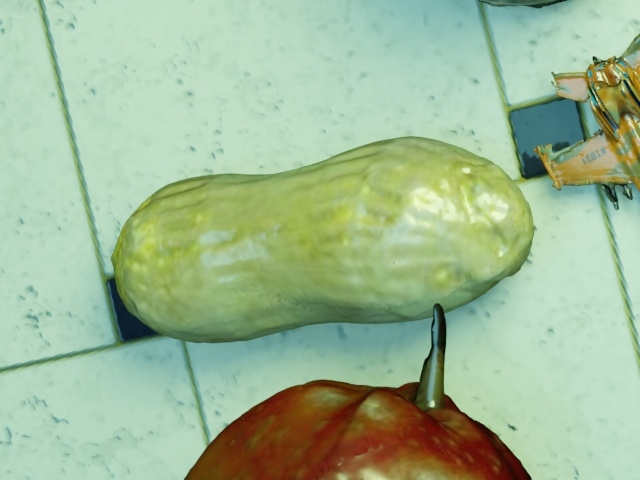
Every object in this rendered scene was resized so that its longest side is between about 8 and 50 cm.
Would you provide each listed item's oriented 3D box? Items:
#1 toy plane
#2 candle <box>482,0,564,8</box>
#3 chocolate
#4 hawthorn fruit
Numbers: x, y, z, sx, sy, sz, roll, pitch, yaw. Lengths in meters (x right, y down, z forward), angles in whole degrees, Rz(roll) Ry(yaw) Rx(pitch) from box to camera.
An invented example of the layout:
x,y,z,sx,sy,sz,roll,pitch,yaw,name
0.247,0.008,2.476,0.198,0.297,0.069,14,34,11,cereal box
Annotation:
x,y,z,sx,sy,sz,roll,pitch,yaw,name
0.229,-0.046,1.326,0.135,0.062,0.188,-28,100,17,toy plane
0.114,-0.252,1.205,0.187,0.330,0.187,0,89,11,candle
0.000,0.000,1.360,0.309,0.134,0.134,-8,92,21,chocolate
0.025,0.181,1.306,0.254,0.254,0.300,15,96,15,hawthorn fruit
